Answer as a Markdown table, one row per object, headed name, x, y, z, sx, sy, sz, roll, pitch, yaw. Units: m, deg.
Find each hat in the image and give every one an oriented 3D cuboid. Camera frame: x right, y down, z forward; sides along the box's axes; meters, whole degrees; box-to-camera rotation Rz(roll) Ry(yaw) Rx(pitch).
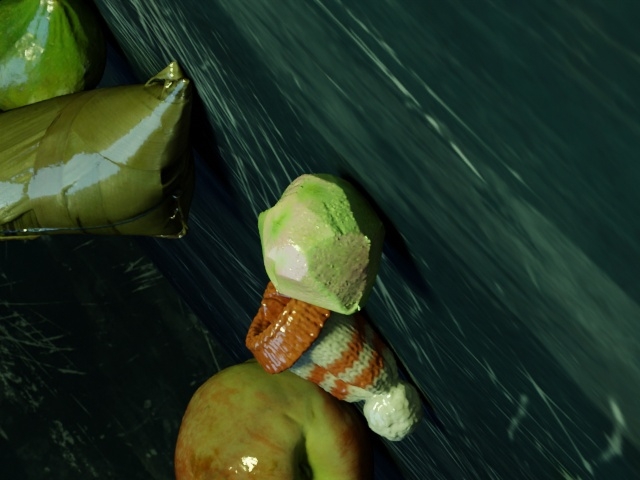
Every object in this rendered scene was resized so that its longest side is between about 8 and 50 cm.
| name | x | y | z | sx | sy | sz | roll | pitch | yaw |
| --- | --- | --- | --- | --- | --- | --- | --- | --- | --- |
| hat | 0.022 | 0.096 | 1.298 | 0.162 | 0.094 | 0.112 | 36 | -175 | -11 |

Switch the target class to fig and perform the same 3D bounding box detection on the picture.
| name | x | y | z | sx | sy | sz | roll | pitch | yaw |
| --- | --- | --- | --- | --- | --- | --- | --- | --- | --- |
| fig | -0.260 | -0.183 | 1.480 | 0.123 | 0.123 | 0.156 | 51 | 165 | 11 |

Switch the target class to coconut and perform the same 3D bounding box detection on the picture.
| name | x | y | z | sx | sy | sz | roll | pitch | yaw |
| --- | --- | --- | --- | --- | --- | --- | --- | --- | --- |
| coconut | 0.000 | 0.000 | 0.974 | 0.081 | 0.082 | 0.083 | 23 | -156 | 19 |

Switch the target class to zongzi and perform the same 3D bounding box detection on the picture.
| name | x | y | z | sx | sy | sz | roll | pitch | yaw |
| --- | --- | --- | --- | --- | --- | --- | --- | --- | --- |
| zongzi | -0.236 | -0.083 | 1.383 | 0.289 | 0.260 | 0.123 | 97 | 172 | -75 |

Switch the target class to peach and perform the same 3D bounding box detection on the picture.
| name | x | y | z | sx | sy | sz | roll | pitch | yaw |
| --- | --- | --- | --- | --- | --- | --- | --- | --- | --- |
| peach | -0.065 | 0.245 | 1.847 | 0.232 | 0.232 | 0.256 | 56 | 159 | -23 |
